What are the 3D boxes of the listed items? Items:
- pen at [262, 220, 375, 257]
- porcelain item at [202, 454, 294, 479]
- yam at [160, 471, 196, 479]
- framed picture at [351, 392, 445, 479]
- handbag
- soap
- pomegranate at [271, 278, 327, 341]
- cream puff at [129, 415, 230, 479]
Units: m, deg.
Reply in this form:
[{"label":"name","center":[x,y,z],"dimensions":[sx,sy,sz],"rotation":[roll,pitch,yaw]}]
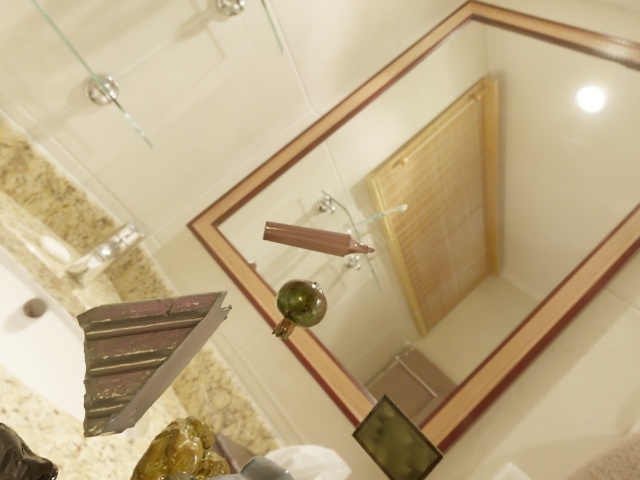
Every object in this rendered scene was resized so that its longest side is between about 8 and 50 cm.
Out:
[{"label":"pen","center":[0.000,0.000,0.801],"dimensions":[0.197,0.032,0.053],"rotation":[12,-28,-9]},{"label":"porcelain item","center":[-0.198,0.487,0.635],"dimensions":[0.179,0.405,0.242],"rotation":[34,-57,31]},{"label":"yam","center":[-0.315,0.666,0.961],"dimensions":[0.304,0.168,0.168],"rotation":[65,2,39]},{"label":"framed picture","center":[0.212,0.578,1.310],"dimensions":[0.231,0.173,0.010],"rotation":[43,13,32]},{"label":"handbag","center":[-0.746,0.547,1.057],"dimensions":[0.333,0.191,0.074],"rotation":[11,-47,33]},{"label":"soap","center":[-0.320,0.256,0.960],"dimensions":[0.159,0.303,0.257],"rotation":[105,-26,-58]},{"label":"pomegranate","center":[-0.068,0.208,1.390],"dimensions":[0.159,0.205,0.159],"rotation":[31,-18,11]},{"label":"cream puff","center":[-0.377,0.687,1.310],"dimensions":[0.257,0.324,0.291],"rotation":[25,-29,6]}]
